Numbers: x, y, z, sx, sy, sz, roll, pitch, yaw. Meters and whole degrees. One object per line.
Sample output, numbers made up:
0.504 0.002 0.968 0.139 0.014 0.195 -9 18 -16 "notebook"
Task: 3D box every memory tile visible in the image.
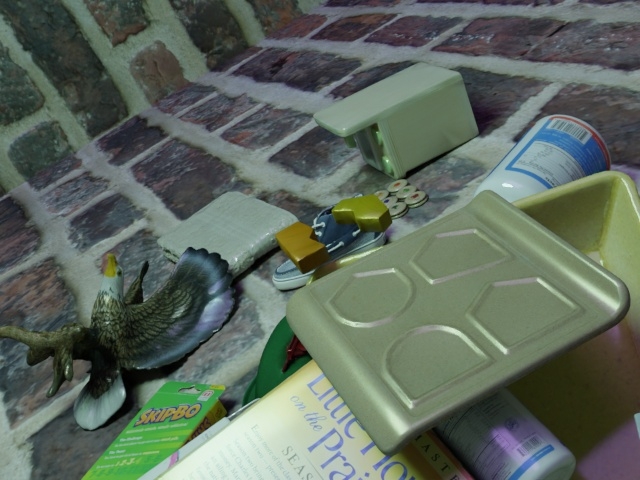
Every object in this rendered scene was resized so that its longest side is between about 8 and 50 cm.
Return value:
0.094 -0.052 1.374 0.148 0.012 0.113 -31 26 -5 "memory tile"

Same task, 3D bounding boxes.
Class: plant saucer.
0.166 0.137 0.760 0.333 0.081 0.332 -19 58 17 "plant saucer"

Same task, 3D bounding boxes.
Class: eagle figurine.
-0.294 0.122 1.286 0.226 0.225 0.298 40 27 21 "eagle figurine"

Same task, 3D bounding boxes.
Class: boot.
0.000 0.000 1.285 0.190 0.086 0.069 -26 26 2 "boot"

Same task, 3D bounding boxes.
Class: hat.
-0.042 0.102 1.024 0.208 0.183 0.173 -25 25 6 "hat"

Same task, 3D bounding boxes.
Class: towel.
-0.170 -0.006 1.507 0.187 0.049 0.282 -38 28 -17 "towel"

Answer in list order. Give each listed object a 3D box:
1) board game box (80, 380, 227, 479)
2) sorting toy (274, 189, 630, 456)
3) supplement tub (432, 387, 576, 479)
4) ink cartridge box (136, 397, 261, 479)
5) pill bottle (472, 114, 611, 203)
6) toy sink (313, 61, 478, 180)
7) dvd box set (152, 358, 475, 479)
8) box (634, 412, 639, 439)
-0.224 0.278 1.050 0.124 0.039 0.259 -3 38 40 "board game box"
0.086 0.040 0.747 0.229 0.041 0.307 -30 36 -10 "sorting toy"
0.142 0.159 0.668 0.071 0.071 0.107 -34 52 -13 "supplement tub"
-0.108 0.267 0.862 0.198 0.115 0.067 -35 26 -13 "ink cartridge box"
0.273 -0.056 1.083 0.124 0.124 0.221 5 40 48 "pill bottle"
0.131 -0.200 1.477 0.234 0.131 0.153 -27 25 -11 "toy sink"
-0.054 0.303 0.636 0.420 0.062 0.307 -36 53 -11 "dvd box set"
0.250 0.219 0.524 0.038 0.186 0.145 -20 27 21 "box"
